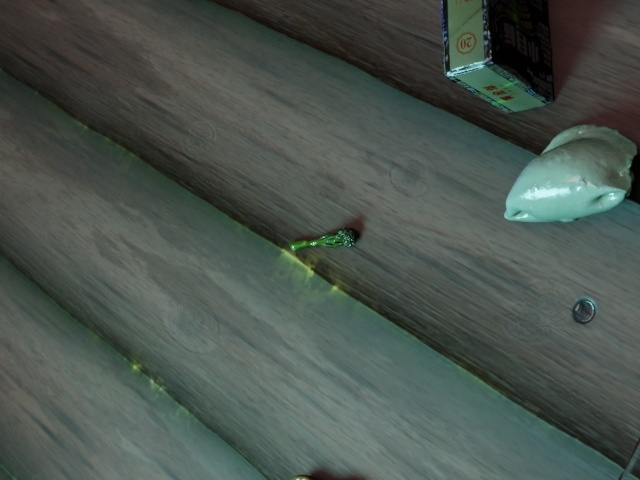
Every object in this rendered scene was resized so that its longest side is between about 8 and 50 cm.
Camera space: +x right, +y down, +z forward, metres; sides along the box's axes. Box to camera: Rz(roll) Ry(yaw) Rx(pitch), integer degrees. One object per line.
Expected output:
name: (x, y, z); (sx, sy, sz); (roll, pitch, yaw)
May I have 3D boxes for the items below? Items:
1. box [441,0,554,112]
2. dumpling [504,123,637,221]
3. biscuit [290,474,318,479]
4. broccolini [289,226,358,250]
box: (0.258, -0.365, 1.753); (0.084, 0.198, 0.310); (-11, 72, 35)
dumpling: (0.356, -0.088, 1.683); (0.216, 0.149, 0.105); (-20, 105, 39)
biscuit: (0.002, 0.499, 1.822); (0.273, 0.049, 0.257); (35, 98, 36)
broccolini: (0.000, 0.000, 1.962); (0.139, 0.035, 0.030); (-8, 70, 37)
